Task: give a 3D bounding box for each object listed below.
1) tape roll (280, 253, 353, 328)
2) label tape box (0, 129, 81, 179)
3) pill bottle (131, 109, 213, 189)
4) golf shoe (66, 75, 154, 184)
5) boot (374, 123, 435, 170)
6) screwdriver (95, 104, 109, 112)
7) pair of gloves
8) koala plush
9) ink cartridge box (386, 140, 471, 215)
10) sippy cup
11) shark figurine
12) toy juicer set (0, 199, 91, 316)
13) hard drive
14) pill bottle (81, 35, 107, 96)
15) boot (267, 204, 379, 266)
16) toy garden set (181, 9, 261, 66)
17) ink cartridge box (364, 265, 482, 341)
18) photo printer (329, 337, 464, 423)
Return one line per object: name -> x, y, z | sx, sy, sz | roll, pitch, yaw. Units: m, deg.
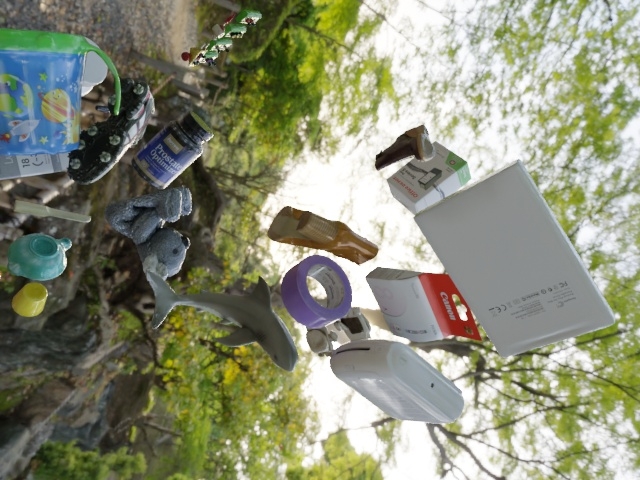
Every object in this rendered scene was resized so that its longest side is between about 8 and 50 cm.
tape roll -> -0.008, 0.138, 1.383 | 0.080, 0.189, 0.188 | -35, -144, 44
label tape box -> -0.724, -0.254, 1.135 | 0.106, 0.334, 0.240 | 6, -71, 43
pill bottle -> -0.412, -0.257, 1.430 | 0.219, 0.123, 0.122 | -41, -161, 9
golf shoe -> -0.457, -0.231, 1.151 | 0.272, 0.105, 0.120 | -60, 170, -12
boot -> 0.280, -0.288, 1.737 | 0.207, 0.090, 0.248 | -33, -157, 25
screwdriver -> -0.746, -0.475, 1.866 | 0.024, 0.170, 0.025 | -28, -99, 31
pair of gloves -> 0.052, 0.303, 1.661 | 0.042, 0.240, 0.204 | -50, 126, -57
koala plush -> -0.410, -0.007, 1.272 | 0.196, 0.204, 0.221 | -117, -167, -80
ink cartridge box -> 0.438, -0.247, 2.067 | 0.273, 0.114, 0.198 | -38, -131, -5
sippy cup -> -0.567, -0.283, 0.982 | 0.240, 0.306, 0.223 | -47, 141, -66
shark figurine -> -0.145, 0.107, 0.873 | 0.166, 0.279, 0.116 | -52, 163, -68
toy juicer set -> -0.734, 0.020, 1.261 | 0.089, 0.209, 0.328 | -42, -151, 35
hard drive -> 0.325, 0.041, 0.874 | 0.203, 0.307, 0.040 | -30, -175, 35
pill bottle -> -0.712, -0.450, 1.373 | 0.265, 0.153, 0.153 | -7, -123, 31
boot -> 0.001, -0.001, 1.286 | 0.295, 0.211, 0.104 | 3, -113, 64
toy garden set -> -0.307, -0.623, 1.594 | 0.244, 0.049, 0.204 | -31, -171, 26
ink cartridge box -> 0.228, 0.154, 1.158 | 0.066, 0.189, 0.232 | -39, -155, -26
photo printer -> 0.188, 0.367, 1.350 | 0.256, 0.308, 0.107 | -22, -146, 51
